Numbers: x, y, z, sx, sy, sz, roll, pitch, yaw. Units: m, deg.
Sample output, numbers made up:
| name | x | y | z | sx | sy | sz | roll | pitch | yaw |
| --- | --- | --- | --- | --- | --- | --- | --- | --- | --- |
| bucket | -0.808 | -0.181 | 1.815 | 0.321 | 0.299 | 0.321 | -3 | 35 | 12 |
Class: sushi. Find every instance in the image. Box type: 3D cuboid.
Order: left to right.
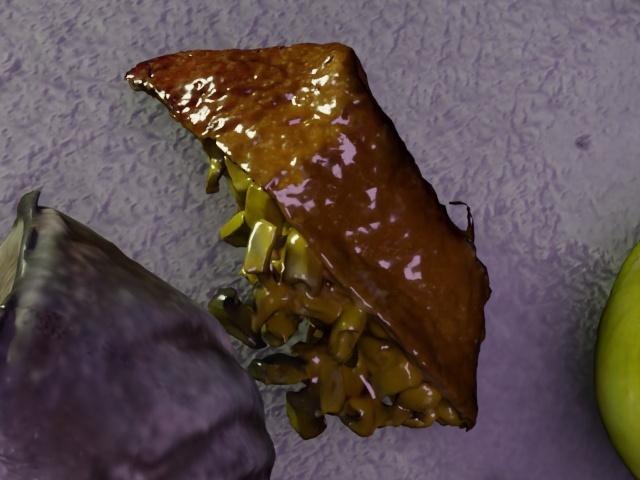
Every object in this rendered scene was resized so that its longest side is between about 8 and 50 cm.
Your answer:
| name | x | y | z | sx | sy | sz | roll | pitch | yaw |
| --- | --- | --- | --- | --- | --- | --- | --- | --- | --- |
| sushi | 0.002 | 0.003 | 1.064 | 0.179 | 0.167 | 0.296 | -35 | 113 | -7 |

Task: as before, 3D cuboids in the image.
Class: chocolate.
| name | x | y | z | sx | sy | sz | roll | pitch | yaw |
| --- | --- | --- | --- | --- | --- | --- | --- | --- | --- |
| chocolate | -0.142 | 0.151 | 0.959 | 0.213 | 0.303 | 0.303 | 25 | 80 | -14 |

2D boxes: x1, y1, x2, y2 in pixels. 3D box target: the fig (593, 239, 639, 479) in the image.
| name | x | y | z | sx | sy | sz | roll | pitch | yaw |
| --- | --- | --- | --- | --- | --- | --- | --- | --- | --- |
| fig | 0.340 | 0.098 | 1.096 | 0.326 | 0.258 | 0.258 | 33 | 79 | -26 |
